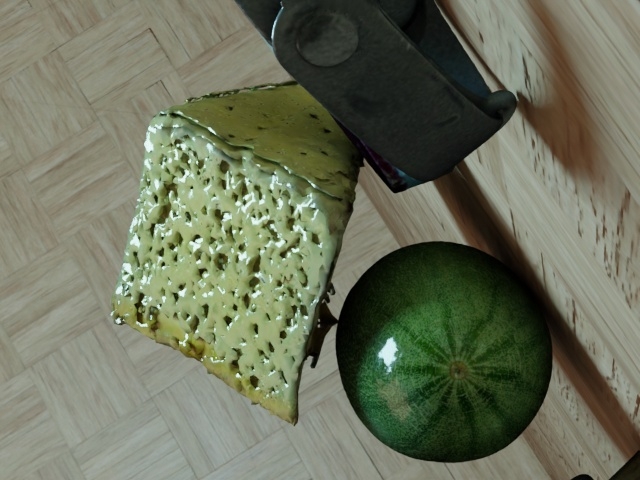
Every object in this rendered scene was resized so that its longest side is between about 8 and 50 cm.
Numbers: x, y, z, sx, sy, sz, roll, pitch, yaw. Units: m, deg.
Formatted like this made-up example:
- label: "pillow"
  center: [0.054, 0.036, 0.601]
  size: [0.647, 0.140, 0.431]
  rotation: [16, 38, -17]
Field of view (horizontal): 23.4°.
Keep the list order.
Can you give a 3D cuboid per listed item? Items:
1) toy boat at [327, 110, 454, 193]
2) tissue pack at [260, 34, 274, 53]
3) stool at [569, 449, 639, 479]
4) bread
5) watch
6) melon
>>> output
- label: "toy boat"
  center: [-0.019, -0.207, 1.270]
  size: [0.392, 0.079, 0.136]
  rotation: [55, 178, 16]
- label: "tissue pack"
  center: [-0.100, -0.331, 1.589]
  size: [0.325, 0.071, 0.170]
  rotation: [58, -178, 36]
- label: "stool"
  center: [0.238, 0.254, 1.193]
  size: [0.125, 0.121, 0.217]
  rotation: [59, -179, -24]
- label: "bread"
  center: [0.000, 0.000, 1.369]
  size: [0.279, 0.315, 0.248]
  rotation: [35, 125, 40]
- label: "watch"
  center: [0.015, -0.113, 0.768]
  size: [0.206, 0.068, 0.193]
  rotation: [40, -162, -35]
- label: "melon"
  center: [0.101, 0.091, 1.314]
  size: [0.182, 0.182, 0.288]
  rotation: [58, -177, -12]
